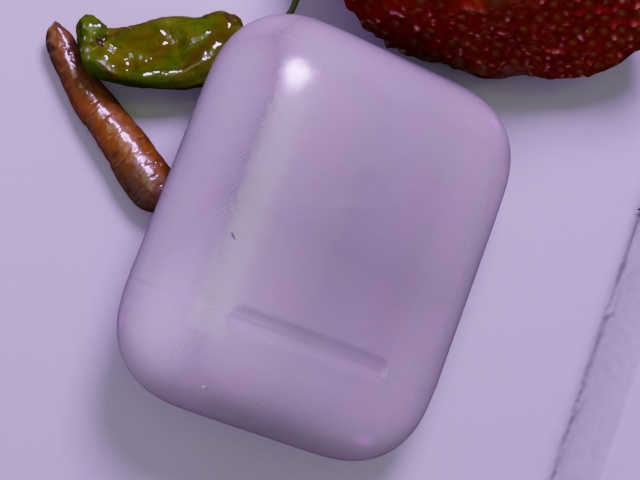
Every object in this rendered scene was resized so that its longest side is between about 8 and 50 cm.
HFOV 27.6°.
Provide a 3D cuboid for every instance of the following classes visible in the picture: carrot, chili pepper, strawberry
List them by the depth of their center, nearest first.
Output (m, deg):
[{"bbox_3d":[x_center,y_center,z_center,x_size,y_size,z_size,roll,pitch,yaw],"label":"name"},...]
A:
[{"bbox_3d":[0.163,-0.279,1.127,0.312,0.267,0.351,-27,127,31],"label":"strawberry"},{"bbox_3d":[-0.113,-0.167,1.154,0.204,0.073,0.072,-5,55,-18],"label":"chili pepper"},{"bbox_3d":[-0.190,-0.110,1.161,0.047,0.047,0.191,-33,90,-7],"label":"carrot"}]

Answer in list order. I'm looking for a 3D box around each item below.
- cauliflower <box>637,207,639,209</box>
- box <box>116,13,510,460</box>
[{"bbox_3d":[0.456,-0.037,1.191,0.315,0.239,0.256,-15,135,10],"label":"cauliflower"},{"bbox_3d":[0.000,0.000,1.122,0.288,0.141,0.349,22,85,-20],"label":"box"}]
